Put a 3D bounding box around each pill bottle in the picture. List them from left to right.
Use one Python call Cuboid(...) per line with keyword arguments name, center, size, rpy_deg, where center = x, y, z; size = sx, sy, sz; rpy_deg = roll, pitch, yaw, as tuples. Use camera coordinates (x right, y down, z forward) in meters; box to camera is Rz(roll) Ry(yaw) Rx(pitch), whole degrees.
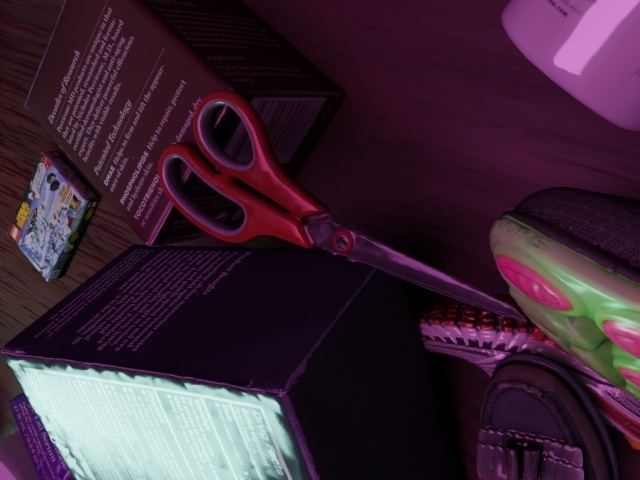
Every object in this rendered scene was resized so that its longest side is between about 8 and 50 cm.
Cuboid(name="pill bottle", center=(0.235, -0.193, 0.476), size=(0.131, 0.131, 0.229), rpy_deg=(48, 121, 17))

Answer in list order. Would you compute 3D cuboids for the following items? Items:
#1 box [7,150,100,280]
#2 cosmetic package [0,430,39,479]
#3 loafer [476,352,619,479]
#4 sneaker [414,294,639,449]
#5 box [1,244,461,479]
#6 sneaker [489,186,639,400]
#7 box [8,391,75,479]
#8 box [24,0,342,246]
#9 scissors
Cuboid(name="box", center=(-0.335, -0.030, 0.949), size=(0.094, 0.027, 0.137), rpy_deg=(44, 119, 18))
Cuboid(name="cosmetic package", center=(-0.320, 0.337, 0.963), size=(0.239, 0.099, 0.060), rpy_deg=(36, 119, 24))
Cuboid(name="loafer", center=(0.168, 0.212, 0.570), size=(0.096, 0.084, 0.267), rpy_deg=(5, 123, 36))
Cuboid(name="sneaker", center=(0.166, 0.103, 0.602), size=(0.225, 0.088, 0.092), rpy_deg=(13, 107, 32))
Cuboid(name="box", center=(-0.058, 0.170, 0.657), size=(0.294, 0.183, 0.296), rpy_deg=(2, 122, 34))
Cuboid(name="sneaker", center=(0.341, 0.022, 0.422), size=(0.483, 0.185, 0.202), rpy_deg=(7, 68, 20))
Cuboid(name="box", center=(-0.241, 0.206, 0.879), size=(0.207, 0.108, 0.153), rpy_deg=(-33, 79, 34))
Cuboid(name="box", center=(-0.127, -0.129, 0.706), size=(0.203, 0.168, 0.167), rpy_deg=(45, 120, 20))
Cuboid(name="scissors", center=(0.000, 0.000, 0.551), size=(0.297, 0.021, 0.109), rpy_deg=(38, 114, 15))
